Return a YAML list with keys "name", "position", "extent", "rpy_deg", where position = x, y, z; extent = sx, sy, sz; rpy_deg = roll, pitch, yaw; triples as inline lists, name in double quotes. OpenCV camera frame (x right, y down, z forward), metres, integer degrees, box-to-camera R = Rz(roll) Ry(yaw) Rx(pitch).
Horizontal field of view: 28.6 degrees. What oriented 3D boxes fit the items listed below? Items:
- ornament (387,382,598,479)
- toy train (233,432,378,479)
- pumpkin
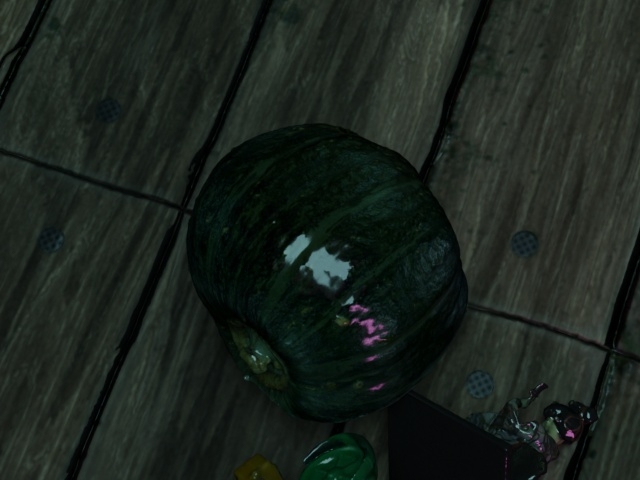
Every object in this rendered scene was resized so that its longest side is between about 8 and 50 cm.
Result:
- name: "ornament"
  position: [0.188, 0.203, 1.271]
  extent: [0.196, 0.166, 0.153]
  rpy_deg: [-24, 36, -35]
- name: "toy train"
  position: [0.014, 0.334, 1.085]
  extent: [0.249, 0.429, 0.178]
  rpy_deg: [-35, 116, -17]
- name: "pumpkin"
  position: [0.000, 0.000, 1.241]
  extent: [0.263, 0.197, 0.293]
  rpy_deg: [-36, 49, -17]
